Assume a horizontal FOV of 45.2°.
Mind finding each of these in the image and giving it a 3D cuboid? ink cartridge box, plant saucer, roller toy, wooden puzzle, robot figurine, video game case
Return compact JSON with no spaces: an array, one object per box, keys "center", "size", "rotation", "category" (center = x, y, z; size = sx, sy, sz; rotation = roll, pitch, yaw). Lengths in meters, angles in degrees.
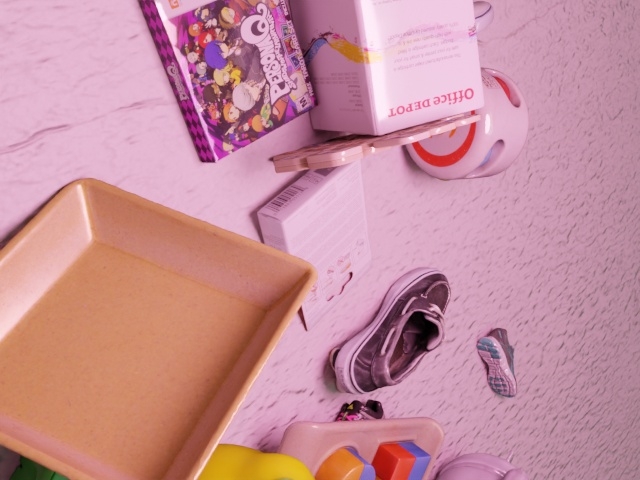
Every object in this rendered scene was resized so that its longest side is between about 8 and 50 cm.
[{"center":[0.000,0.000,1.220],"size":[0.189,0.066,0.232],"rotation":[-42,143,-32],"category":"ink cartridge box"},{"center":[-0.217,0.106,0.830],"size":[0.081,0.333,0.332],"rotation":[95,20,-48],"category":"plant saucer"},{"center":[0.242,-0.203,1.313],"size":[0.146,0.191,0.209],"rotation":[-8,101,-42],"category":"roller toy"},{"center":[0.091,-0.308,1.126],"size":[0.198,0.197,0.270],"rotation":[-18,108,-26],"category":"ink cartridge box"},{"center":[0.046,0.441,1.231],"size":[0.348,0.080,0.322],"rotation":[13,102,-43],"category":"wooden puzzle"},{"center":[0.278,0.531,1.409],"size":[0.200,0.300,0.353],"rotation":[40,38,8],"category":"robot figurine"},{"center":[-0.117,-0.254,1.066],"size":[0.210,0.042,0.232],"rotation":[-35,118,-34],"category":"video game case"}]

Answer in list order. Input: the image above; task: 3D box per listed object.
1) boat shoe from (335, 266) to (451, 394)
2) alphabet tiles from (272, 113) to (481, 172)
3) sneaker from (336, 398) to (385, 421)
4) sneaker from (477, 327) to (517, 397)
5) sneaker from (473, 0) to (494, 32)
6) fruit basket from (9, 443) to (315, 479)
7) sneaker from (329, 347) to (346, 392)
[{"center":[0.160,0.156,1.311],"size":[0.335,0.119,0.121],"rotation":[-44,120,-44],"category":"boat shoe"},{"center":[0.075,-0.141,1.100],"size":[0.284,0.278,0.021],"rotation":[-23,105,-40],"category":"alphabet tiles"},{"center":[0.048,0.306,1.283],"size":[0.170,0.063,0.074],"rotation":[-4,91,-42],"category":"sneaker"},{"center":[0.383,0.253,1.599],"size":[0.076,0.065,0.166],"rotation":[-42,123,-37],"category":"sneaker"},{"center":[0.212,-0.395,1.328],"size":[0.258,0.094,0.091],"rotation":[-28,118,-38],"category":"sneaker"},{"center":[-0.157,0.353,0.883],"size":[0.392,0.392,0.282],"rotation":[27,77,-42],"category":"fruit basket"},{"center":[0.042,0.217,1.281],"size":[0.032,0.037,0.083],"rotation":[-30,114,-36],"category":"sneaker"}]
